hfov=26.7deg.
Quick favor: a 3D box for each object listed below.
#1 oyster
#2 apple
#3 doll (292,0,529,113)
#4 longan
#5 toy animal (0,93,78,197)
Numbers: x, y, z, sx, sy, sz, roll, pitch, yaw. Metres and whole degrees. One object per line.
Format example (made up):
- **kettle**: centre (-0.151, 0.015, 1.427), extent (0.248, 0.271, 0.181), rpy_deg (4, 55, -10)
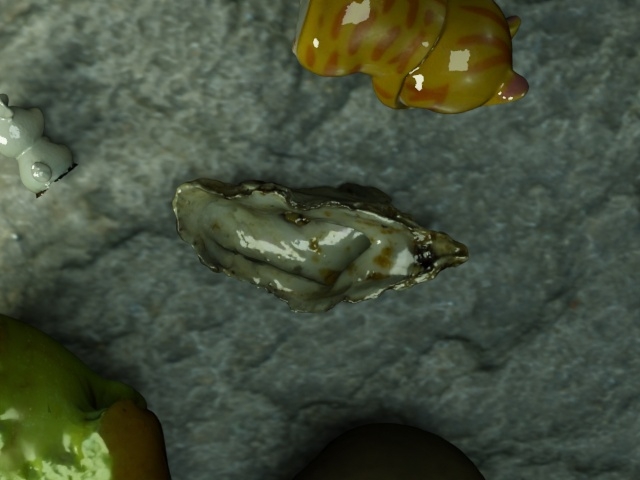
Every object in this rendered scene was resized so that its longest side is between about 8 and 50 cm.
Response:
- **oyster**: centre (-0.001, -0.003, 1.597), extent (0.341, 0.110, 0.166), rpy_deg (-5, 101, -5)
- **apple**: centre (-0.330, 0.255, 1.483), extent (0.374, 0.374, 0.384), rpy_deg (2, 117, -10)
- **doll**: centre (0.092, -0.239, 1.518), extent (0.269, 0.167, 0.162), rpy_deg (25, 143, -25)
- **longan**: centre (0.069, 0.366, 1.615), extent (0.297, 0.297, 0.297), rpy_deg (-3, 106, -9)
- **toy animal**: centre (-0.340, -0.111, 1.528), extent (0.071, 0.085, 0.124), rpy_deg (-31, 103, 18)
